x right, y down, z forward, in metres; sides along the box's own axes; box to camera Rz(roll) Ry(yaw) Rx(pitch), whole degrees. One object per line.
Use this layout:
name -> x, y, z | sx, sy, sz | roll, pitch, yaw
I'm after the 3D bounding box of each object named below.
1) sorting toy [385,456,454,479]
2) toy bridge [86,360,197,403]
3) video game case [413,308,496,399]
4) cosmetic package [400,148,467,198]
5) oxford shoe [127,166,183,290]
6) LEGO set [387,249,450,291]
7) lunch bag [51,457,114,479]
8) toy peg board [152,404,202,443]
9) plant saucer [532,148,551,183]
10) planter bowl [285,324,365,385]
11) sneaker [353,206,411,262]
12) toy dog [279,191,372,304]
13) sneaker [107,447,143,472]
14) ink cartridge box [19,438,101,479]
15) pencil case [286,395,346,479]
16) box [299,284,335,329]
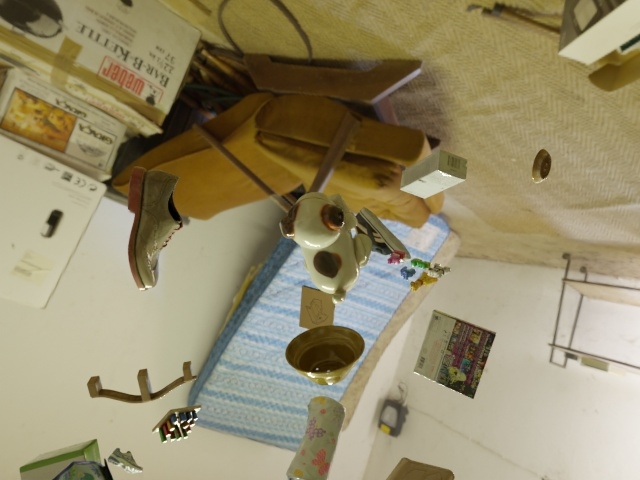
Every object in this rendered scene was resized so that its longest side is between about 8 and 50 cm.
sorting toy -> 0.295, 0.779, 1.331 | 0.208, 0.193, 0.038 | 27, -167, -19
toy bridge -> -0.329, 0.273, 0.788 | 0.188, 0.063, 0.026 | -6, -160, -10
video game case -> 0.444, 0.375, 1.397 | 0.210, 0.232, 0.042 | 19, -172, 25
cosmetic package -> 0.388, -0.226, 1.459 | 0.117, 0.086, 0.231 | 16, 163, -17
oxford shoe -> -0.440, -0.018, 1.126 | 0.130, 0.348, 0.123 | 3, -156, -14
LEGO set -> 0.321, 0.116, 1.436 | 0.227, 0.093, 0.087 | 19, 131, 45
lunch bag -> -0.479, 0.544, 0.886 | 0.129, 0.096, 0.151 | 46, 170, 29
toy peg board -> -0.617, 0.809, 1.834 | 0.161, 0.161, 0.079 | 16, -147, -51
plant saucer -> 0.536, -0.178, 1.008 | 0.083, 0.083, 0.015 | 26, 175, -42
planter bowl -> 0.018, 0.327, 1.140 | 0.217, 0.090, 0.217 | -8, -161, 3
sneaker -> 0.251, 0.004, 1.805 | 0.126, 0.127, 0.321 | 16, -151, -52
toy dog -> 0.000, 0.000, 1.556 | 0.284, 0.395, 0.408 | -3, 142, 20
sneaker -> -0.715, 0.816, 1.559 | 0.135, 0.058, 0.052 | 40, 126, -18
ink cartridge box -> -0.760, 0.764, 1.256 | 0.188, 0.255, 0.097 | -14, 175, -4
pencil case -> -0.009, 0.618, 1.279 | 0.124, 0.273, 0.113 | 31, 134, -8
box -> -0.013, 0.310, 1.849 | 0.164, 0.201, 0.021 | 12, -162, 23
